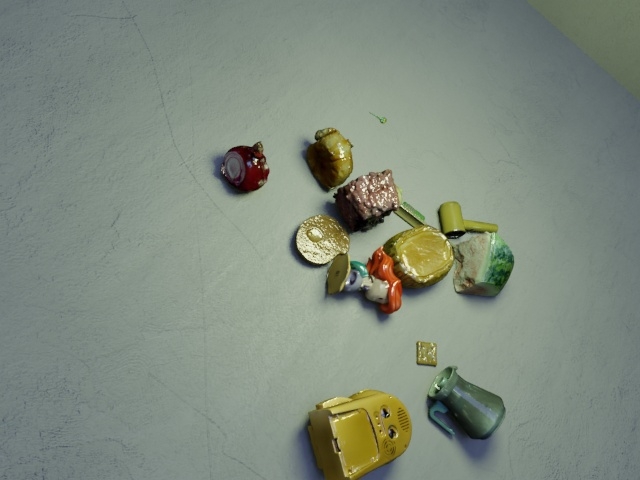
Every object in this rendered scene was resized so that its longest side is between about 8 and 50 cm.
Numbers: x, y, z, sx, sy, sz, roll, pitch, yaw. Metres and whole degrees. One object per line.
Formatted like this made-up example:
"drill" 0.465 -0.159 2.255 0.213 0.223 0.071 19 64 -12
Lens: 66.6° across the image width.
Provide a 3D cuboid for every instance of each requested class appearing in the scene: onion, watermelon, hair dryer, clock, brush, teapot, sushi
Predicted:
"onion" -0.237 -0.270 1.708 0.173 0.198 0.135 56 32 11
"watermelon" 0.627 0.097 1.882 0.232 0.310 0.193 -5 66 18
"hair dryer" 0.615 -0.074 2.009 0.279 0.090 0.135 6 65 -25
"clock" 0.137 0.594 1.511 0.317 0.200 0.244 -6 75 -31
"brush" 0.416 -0.055 1.937 0.282 0.054 0.048 38 53 -2
"teapot" 0.488 0.564 1.671 0.225 0.171 0.203 38 92 5
"sushi" 0.187 -0.144 1.765 0.236 0.270 0.171 -19 81 -13

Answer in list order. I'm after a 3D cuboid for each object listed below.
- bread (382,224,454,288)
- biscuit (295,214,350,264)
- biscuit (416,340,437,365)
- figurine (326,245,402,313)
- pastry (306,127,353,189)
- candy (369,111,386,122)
"bread" 0.360 0.067 1.820 0.253 0.142 0.227 -18 78 -23
"biscuit" 0.000 0.000 1.762 0.208 0.049 0.181 -31 83 -28
"biscuit" 0.385 0.408 1.761 0.081 0.018 0.083 12 66 -16
"figurine" 0.173 0.133 1.709 0.257 0.181 0.208 18 36 -21
"pastry" 0.034 -0.304 1.823 0.100 0.218 0.229 -28 117 -30
"candy" 0.244 -0.526 2.080 0.083 0.025 0.023 27 34 1
